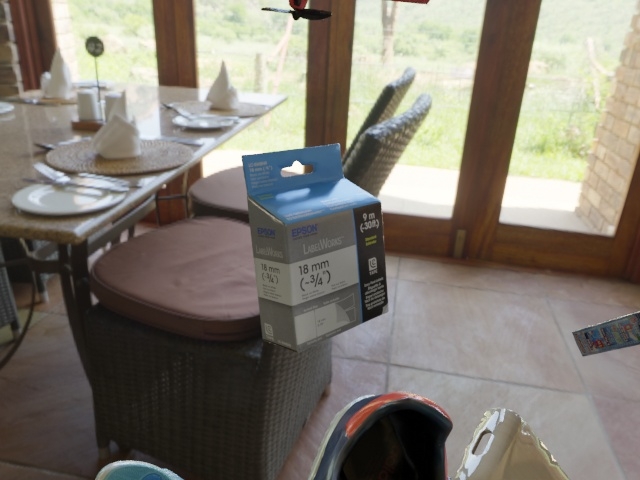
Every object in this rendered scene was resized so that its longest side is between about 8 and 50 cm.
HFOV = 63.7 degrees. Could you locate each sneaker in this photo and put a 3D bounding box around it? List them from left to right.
[{"bbox_3d":[-0.356,0.506,1.022,0.208,0.319,0.127,2,52,40],"label":"sneaker"},{"bbox_3d":[0.021,0.275,0.390,0.131,0.148,0.350,24,57,-7],"label":"sneaker"}]

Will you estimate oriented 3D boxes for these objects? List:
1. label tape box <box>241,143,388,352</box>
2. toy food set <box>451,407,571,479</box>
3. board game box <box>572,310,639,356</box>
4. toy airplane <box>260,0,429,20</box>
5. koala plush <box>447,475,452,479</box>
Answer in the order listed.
[{"bbox_3d":[0.000,0.000,0.934,0.240,0.334,0.105,-16,16,-40],"label":"label tape box"},{"bbox_3d":[0.376,0.492,0.937,0.306,0.092,0.219,52,39,7],"label":"toy food set"},{"bbox_3d":[0.635,0.182,1.057,0.194,0.060,0.194,-8,-19,-27],"label":"board game box"},{"bbox_3d":[-0.008,-0.167,0.252,0.151,0.028,0.151,7,-21,3],"label":"toy airplane"},{"bbox_3d":[0.226,0.593,1.179,0.221,0.196,0.204,-12,56,15],"label":"koala plush"}]
